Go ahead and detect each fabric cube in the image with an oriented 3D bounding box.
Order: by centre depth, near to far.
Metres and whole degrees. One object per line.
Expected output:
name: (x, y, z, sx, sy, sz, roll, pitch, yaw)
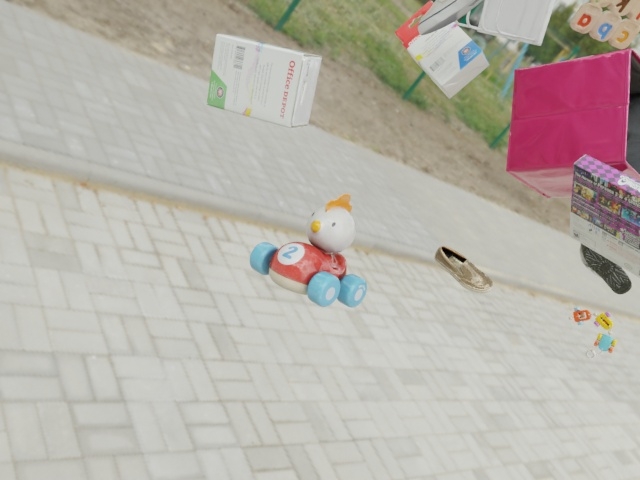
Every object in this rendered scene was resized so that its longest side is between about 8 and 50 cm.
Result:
fabric cube: (0.603, -0.251, 1.542, 0.258, 0.258, 0.254, -1, -11, 41)

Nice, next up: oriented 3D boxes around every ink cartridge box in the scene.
ink cartridge box: (-0.120, -0.338, 1.439, 0.213, 0.154, 0.093, 19, 20, 22)
ink cartridge box: (0.312, -0.500, 1.770, 0.231, 0.134, 0.078, 57, 14, 29)

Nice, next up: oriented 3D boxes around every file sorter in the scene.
file sorter: (0.497, -0.679, 1.912, 0.173, 0.192, 0.278, 2, 22, -27)

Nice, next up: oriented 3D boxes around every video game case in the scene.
video game case: (0.578, -0.030, 1.281, 0.232, 0.042, 0.210, 39, -22, 40)

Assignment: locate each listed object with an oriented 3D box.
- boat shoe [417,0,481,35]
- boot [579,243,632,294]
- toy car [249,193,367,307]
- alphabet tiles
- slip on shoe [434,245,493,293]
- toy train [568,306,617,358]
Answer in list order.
boat shoe: (0.315, -0.572, 1.557, 0.096, 0.268, 0.088, -27, 88, -38)
boot: (0.700, 0.038, 1.720, 0.189, 0.076, 0.208, 58, 18, -9)
toy car: (0.000, 0.000, 1.520, 0.219, 0.237, 0.210, 25, 9, 35)
alphabet tiles: (0.717, -0.584, 1.553, 0.284, 0.277, 0.021, 15, 39, -17)
slip on shoe: (0.294, 0.057, 1.388, 0.135, 0.041, 0.051, 39, 60, 22)
toy train: (0.868, 0.285, 2.153, 0.046, 0.125, 0.166, 18, 57, -62)
